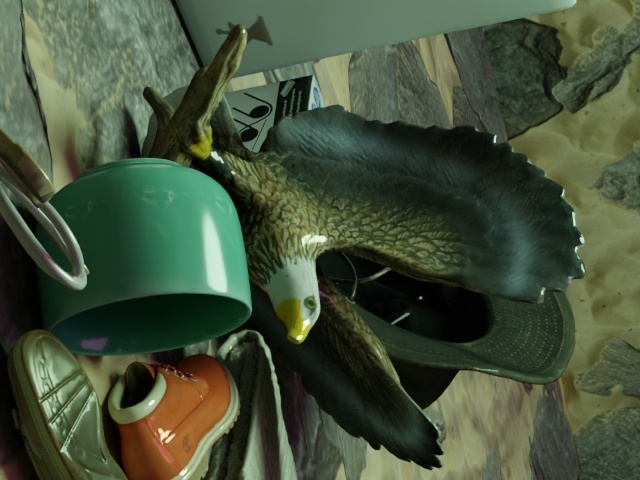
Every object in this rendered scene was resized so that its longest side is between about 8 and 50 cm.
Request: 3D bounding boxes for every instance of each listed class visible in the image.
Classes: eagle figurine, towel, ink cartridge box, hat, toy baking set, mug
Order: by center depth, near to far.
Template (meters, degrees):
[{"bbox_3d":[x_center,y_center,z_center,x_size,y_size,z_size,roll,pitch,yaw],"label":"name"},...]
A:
[{"bbox_3d":[-0.187,-0.064,0.908,0.197,0.030,0.256,49,-10,18],"label":"toy baking set"},{"bbox_3d":[-0.122,0.011,1.142,0.129,0.157,0.097,12,64,-48],"label":"mug"},{"bbox_3d":[-0.001,0.009,1.287,0.298,0.226,0.225,24,64,-24],"label":"eagle figurine"},{"bbox_3d":[-0.053,0.215,1.329,0.282,0.049,0.187,-84,166,-61],"label":"towel"},{"bbox_3d":[-0.052,-0.045,1.462,0.207,0.097,0.046,-85,159,-47],"label":"ink cartridge box"},{"bbox_3d":[0.046,0.063,1.570,0.331,0.331,0.134,-67,-178,-65],"label":"hat"}]

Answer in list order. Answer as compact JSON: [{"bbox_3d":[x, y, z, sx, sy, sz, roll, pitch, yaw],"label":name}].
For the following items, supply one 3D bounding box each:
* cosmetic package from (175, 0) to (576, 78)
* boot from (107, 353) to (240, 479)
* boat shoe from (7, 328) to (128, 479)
[{"bbox_3d":[0.025,-0.400,1.553,0.394,0.327,0.329,-83,157,-47],"label":"cosmetic package"},{"bbox_3d":[-0.101,0.107,1.255,0.158,0.059,0.085,-68,140,-62],"label":"boot"},{"bbox_3d":[-0.154,0.125,1.084,0.153,0.048,0.056,66,30,-21],"label":"boat shoe"}]
